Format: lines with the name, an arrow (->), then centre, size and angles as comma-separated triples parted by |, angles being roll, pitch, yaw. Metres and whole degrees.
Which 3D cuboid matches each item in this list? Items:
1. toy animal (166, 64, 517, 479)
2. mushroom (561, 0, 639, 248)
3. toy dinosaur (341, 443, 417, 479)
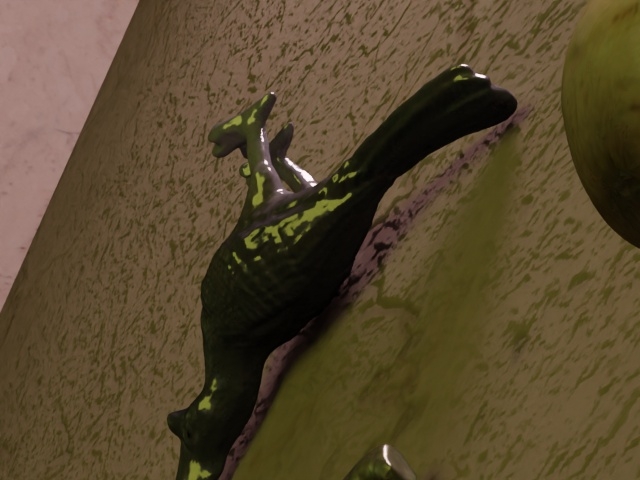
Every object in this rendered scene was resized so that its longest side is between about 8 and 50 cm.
toy animal -> -0.019, -0.010, 0.995 | 0.367, 0.081, 0.206 | -54, 36, 25
mushroom -> 0.159, -0.056, 0.489 | 0.166, 0.127, 0.166 | -34, 16, 11
toy dinosaur -> -0.018, 0.206, 0.656 | 0.162, 0.077, 0.294 | -53, 18, 25
